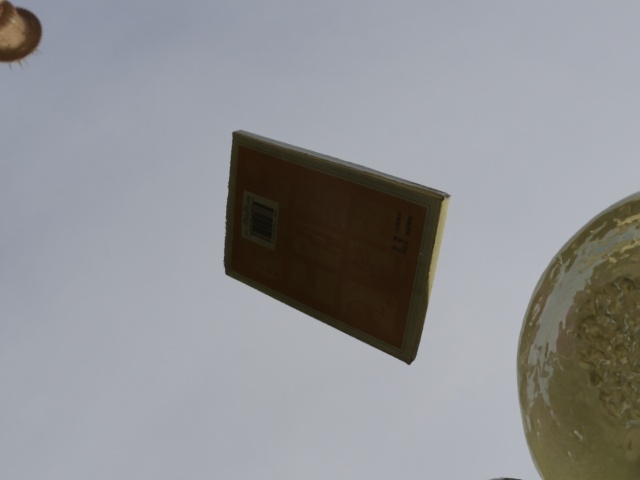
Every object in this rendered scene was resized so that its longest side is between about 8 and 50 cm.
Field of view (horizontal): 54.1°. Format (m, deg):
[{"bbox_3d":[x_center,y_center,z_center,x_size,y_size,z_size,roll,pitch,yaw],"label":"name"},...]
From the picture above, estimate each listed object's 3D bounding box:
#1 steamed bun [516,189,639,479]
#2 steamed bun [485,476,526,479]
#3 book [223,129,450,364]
[{"bbox_3d":[0.480,0.162,0.887,0.371,0.290,0.456,17,-89,-38],"label":"steamed bun"},{"bbox_3d":[0.172,0.361,0.576,0.268,0.207,0.280,-39,-69,-22],"label":"steamed bun"},{"bbox_3d":[0.001,0.000,0.614,0.241,0.018,0.170,22,-62,30],"label":"book"}]
